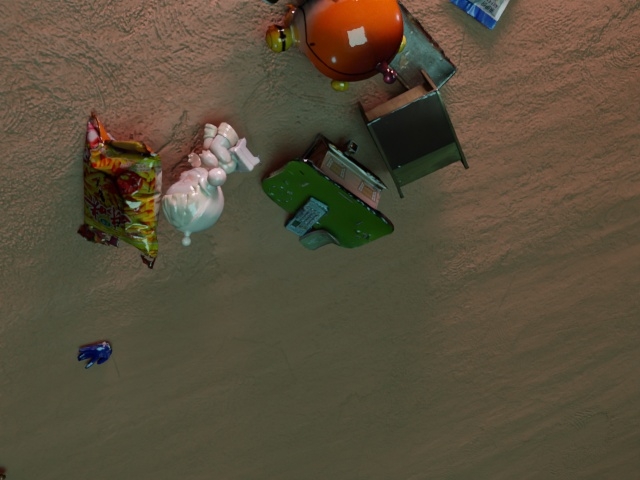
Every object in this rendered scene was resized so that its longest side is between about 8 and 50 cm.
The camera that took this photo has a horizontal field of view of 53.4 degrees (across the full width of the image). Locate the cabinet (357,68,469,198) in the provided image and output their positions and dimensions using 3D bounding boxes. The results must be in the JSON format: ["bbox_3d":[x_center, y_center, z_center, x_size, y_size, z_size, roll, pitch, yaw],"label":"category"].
[{"bbox_3d":[0.213,-0.247,1.480,0.175,0.148,0.215,-25,123,10],"label":"cabinet"}]

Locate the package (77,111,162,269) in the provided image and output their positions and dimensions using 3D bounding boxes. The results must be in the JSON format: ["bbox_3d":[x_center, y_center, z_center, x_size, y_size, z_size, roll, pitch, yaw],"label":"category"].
[{"bbox_3d":[-0.412,-0.103,1.337,0.108,0.223,0.288,-28,137,-49],"label":"package"}]

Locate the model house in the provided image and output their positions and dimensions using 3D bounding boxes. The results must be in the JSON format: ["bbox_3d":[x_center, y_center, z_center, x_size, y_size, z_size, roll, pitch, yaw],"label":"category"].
[{"bbox_3d":[0.032,-0.131,1.514,0.294,0.207,0.154,35,59,-22],"label":"model house"}]

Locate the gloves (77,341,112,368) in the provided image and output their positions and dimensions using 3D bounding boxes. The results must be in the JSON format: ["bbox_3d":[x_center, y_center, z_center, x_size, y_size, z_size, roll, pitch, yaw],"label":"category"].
[{"bbox_3d":[-0.559,0.285,1.581,0.086,0.026,0.064,-17,123,-10],"label":"gloves"}]

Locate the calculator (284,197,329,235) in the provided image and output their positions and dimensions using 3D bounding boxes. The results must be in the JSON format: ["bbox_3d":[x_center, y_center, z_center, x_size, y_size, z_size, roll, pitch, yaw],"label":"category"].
[{"bbox_3d":[-0.033,-0.053,1.515,0.057,0.172,0.018,31,60,-11],"label":"calculator"}]

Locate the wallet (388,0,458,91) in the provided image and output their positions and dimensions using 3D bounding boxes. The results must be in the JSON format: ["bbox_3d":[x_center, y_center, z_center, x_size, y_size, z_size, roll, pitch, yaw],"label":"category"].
[{"bbox_3d":[0.204,-0.429,1.460,0.122,0.031,0.232,-43,120,12],"label":"wallet"}]

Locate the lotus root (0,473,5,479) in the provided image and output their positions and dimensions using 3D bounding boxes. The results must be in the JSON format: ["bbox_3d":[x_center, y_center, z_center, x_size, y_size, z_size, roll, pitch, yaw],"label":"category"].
[{"bbox_3d":[-0.898,0.614,1.610,0.183,0.077,0.090,5,116,-19],"label":"lotus root"}]

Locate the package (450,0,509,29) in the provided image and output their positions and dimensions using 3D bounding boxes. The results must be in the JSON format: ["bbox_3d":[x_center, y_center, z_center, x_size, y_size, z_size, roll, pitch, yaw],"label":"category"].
[{"bbox_3d":[0.372,-0.591,1.431,0.171,0.027,0.173,22,104,-27],"label":"package"}]

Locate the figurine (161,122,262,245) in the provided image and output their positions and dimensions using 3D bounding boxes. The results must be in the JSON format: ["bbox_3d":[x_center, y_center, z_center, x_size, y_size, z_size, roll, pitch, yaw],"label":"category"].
[{"bbox_3d":[-0.250,-0.111,1.350,0.257,0.182,0.144,-58,145,-23],"label":"figurine"}]

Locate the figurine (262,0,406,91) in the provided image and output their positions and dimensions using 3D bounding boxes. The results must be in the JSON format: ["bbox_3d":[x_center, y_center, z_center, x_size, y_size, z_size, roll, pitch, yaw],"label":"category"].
[{"bbox_3d":[0.043,-0.462,1.289,0.320,0.196,0.323,-36,112,-5],"label":"figurine"}]

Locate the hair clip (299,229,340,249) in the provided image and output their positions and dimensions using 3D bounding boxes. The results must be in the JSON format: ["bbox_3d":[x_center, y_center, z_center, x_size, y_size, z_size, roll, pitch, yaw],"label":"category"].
[{"bbox_3d":[0.000,-0.001,1.574,0.054,0.137,0.022,37,63,-23],"label":"hair clip"}]
